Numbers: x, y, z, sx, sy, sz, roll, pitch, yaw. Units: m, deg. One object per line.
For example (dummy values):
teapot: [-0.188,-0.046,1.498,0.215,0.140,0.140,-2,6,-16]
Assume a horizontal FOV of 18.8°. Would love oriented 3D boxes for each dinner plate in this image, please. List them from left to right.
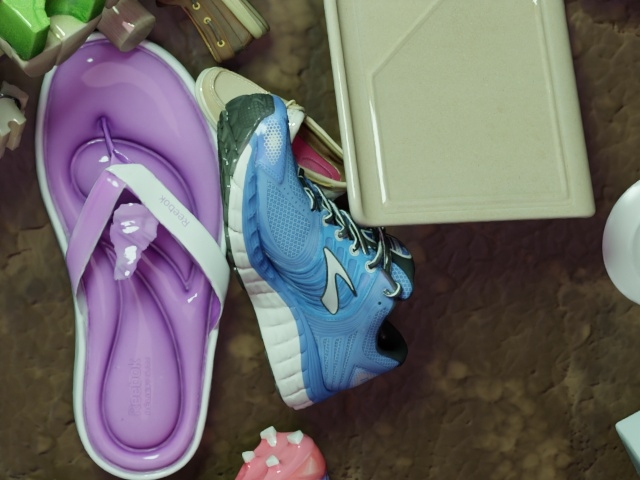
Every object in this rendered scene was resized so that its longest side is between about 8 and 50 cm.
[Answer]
dinner plate: [0.334,0.001,1.807,0.141,0.017,0.141,-2,107,-7]

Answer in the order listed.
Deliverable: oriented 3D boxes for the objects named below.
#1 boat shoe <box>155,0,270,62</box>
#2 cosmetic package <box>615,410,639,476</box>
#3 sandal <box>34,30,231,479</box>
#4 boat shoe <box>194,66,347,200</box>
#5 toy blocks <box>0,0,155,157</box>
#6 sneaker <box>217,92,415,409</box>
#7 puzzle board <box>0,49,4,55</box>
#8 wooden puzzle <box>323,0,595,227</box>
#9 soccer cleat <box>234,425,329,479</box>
boat shoe: [-0.121,-0.223,1.641,0.060,0.064,0.178,-43,111,4]
cosmetic package: [0.426,0.214,1.778,0.224,0.224,0.138,-28,109,2]
sandal: [-0.152,0.023,1.694,0.169,0.102,0.416,-8,108,-7]
boat shoe: [-0.033,-0.098,1.687,0.170,0.059,0.063,38,57,-24]
toy blocks: [-0.285,-0.250,1.509,0.260,0.309,0.288,45,59,9]
sneaker: [0.000,0.000,1.665,0.147,0.130,0.330,-14,132,5]
puzzle board: [-0.310,-0.209,1.645,0.096,0.011,0.128,-35,109,5]
wooden puzzle: [0.117,-0.120,1.658,0.239,0.044,0.221,-2,77,-23]
soccer cleat: [-0.078,0.272,1.747,0.248,0.083,0.095,-45,120,-32]
